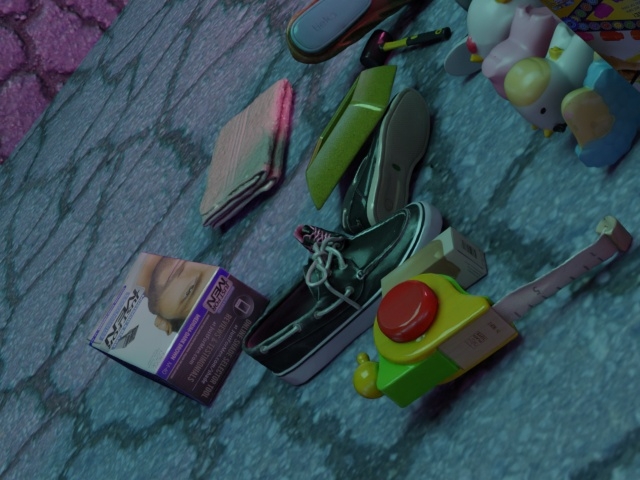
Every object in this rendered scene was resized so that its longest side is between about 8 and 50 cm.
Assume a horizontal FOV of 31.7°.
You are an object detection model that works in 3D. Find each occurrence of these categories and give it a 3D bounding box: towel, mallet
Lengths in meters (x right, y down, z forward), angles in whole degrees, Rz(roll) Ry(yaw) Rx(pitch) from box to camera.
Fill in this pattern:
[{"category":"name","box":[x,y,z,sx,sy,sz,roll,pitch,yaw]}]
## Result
[{"category":"towel","box":[-0.127,-0.152,1.987,0.187,0.049,0.282,-35,31,33]},{"category":"mallet","box":[0.129,-0.300,1.747,0.189,0.039,0.062,9,66,58]}]

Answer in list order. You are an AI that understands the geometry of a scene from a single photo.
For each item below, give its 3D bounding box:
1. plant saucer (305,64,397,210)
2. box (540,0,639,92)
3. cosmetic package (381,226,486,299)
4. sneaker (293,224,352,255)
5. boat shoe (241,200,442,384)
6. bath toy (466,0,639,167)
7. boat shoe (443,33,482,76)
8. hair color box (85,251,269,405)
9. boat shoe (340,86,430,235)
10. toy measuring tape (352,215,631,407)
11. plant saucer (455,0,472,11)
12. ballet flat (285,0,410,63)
[{"category":"plant saucer","box":[0.037,-0.160,1.624,0.188,0.045,0.188,-56,8,28]},{"category":"box","box":[0.373,-0.292,1.039,0.177,0.279,0.290,-12,49,55]},{"category":"cosmetic package","box":[0.130,0.042,1.304,0.115,0.060,0.041,-41,29,29]},{"category":"sneaker","box":[0.000,0.000,1.578,0.047,0.057,0.119,-58,27,-12]},{"category":"boat shoe","box":[0.021,0.052,1.424,0.306,0.105,0.113,-43,28,23]},{"category":"bath toy","box":[0.260,-0.205,1.318,0.151,0.129,0.348,-11,28,-11]},{"category":"boat shoe","box":[0.228,-0.279,1.540,0.142,0.049,0.040,-37,24,19]},{"category":"hair color box","box":[-0.234,0.129,1.766,0.339,0.110,0.185,7,64,60]},{"category":"boat shoe","box":[0.086,-0.110,1.530,0.079,0.084,0.233,-14,49,48]},{"category":"toy measuring tape","box":[0.163,0.057,1.184,0.330,0.121,0.121,-37,30,15]},{"category":"plant saucer","box":[0.192,-0.468,1.570,0.043,0.318,0.318,-7,37,2]},{"category":"ballet flat","box":[0.090,-0.396,1.823,0.342,0.116,0.124,-40,-7,-3]}]
